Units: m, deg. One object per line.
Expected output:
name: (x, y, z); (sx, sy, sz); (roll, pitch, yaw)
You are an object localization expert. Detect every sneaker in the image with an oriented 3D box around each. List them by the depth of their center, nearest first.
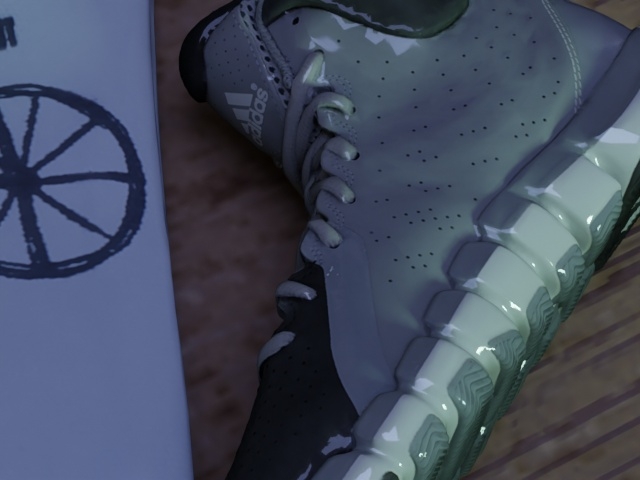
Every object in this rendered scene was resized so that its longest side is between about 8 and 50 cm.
sneaker: (0.000, 0.000, 0.480); (0.132, 0.086, 0.228); (32, 55, 12)

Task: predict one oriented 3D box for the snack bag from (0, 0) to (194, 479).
snack bag: (-0.196, 0.021, 0.464); (0.323, 0.037, 0.342); (-2, 63, -9)
